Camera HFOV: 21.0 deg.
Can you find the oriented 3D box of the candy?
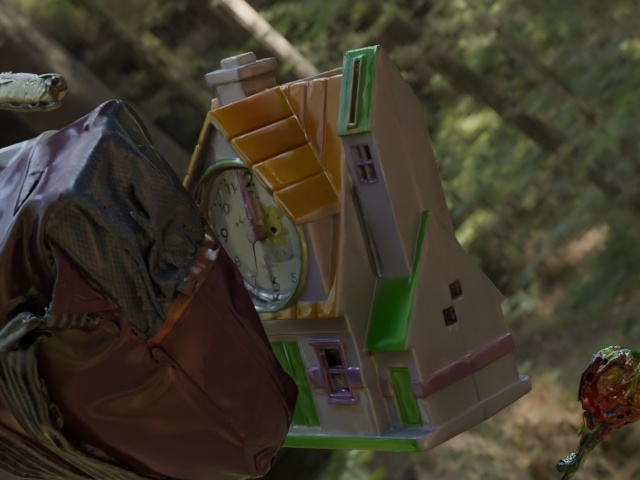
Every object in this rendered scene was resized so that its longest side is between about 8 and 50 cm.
[{"bbox_3d":[0.190,0.168,1.290,0.201,0.060,0.060,-62,3,11],"label":"candy"}]

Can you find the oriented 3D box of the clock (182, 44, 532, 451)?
[{"bbox_3d":[0.001,0.000,1.357,0.166,0.309,0.235,-22,11,-42],"label":"clock"}]

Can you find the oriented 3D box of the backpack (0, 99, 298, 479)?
[{"bbox_3d":[-0.165,0.074,1.197,0.283,0.317,0.197,-10,42,37],"label":"backpack"}]

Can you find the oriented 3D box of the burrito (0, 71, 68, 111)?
[{"bbox_3d":[-0.345,-0.169,1.966,0.185,0.045,0.041,7,6,44],"label":"burrito"}]
